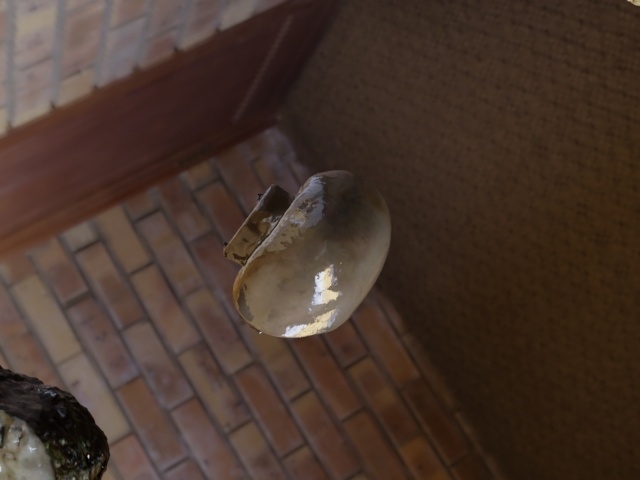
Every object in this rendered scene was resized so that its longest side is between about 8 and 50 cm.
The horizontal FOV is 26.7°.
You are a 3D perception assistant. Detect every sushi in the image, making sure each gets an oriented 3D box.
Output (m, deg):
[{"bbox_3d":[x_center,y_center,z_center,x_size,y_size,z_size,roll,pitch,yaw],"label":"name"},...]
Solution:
[{"bbox_3d":[-0.407,0.221,1.454,0.171,0.350,0.211,-31,-44,-81],"label":"sushi"}]

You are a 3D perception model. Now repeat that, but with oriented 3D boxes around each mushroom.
[{"bbox_3d":[0.000,0.000,1.282,0.141,0.188,0.117,38,142,-7],"label":"mushroom"}]

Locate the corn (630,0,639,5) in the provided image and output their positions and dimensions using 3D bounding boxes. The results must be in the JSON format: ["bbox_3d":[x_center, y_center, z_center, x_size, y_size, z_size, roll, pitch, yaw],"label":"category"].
[{"bbox_3d":[0.441,-0.255,1.342,0.098,0.290,0.098,-169,90,-88],"label":"corn"}]
